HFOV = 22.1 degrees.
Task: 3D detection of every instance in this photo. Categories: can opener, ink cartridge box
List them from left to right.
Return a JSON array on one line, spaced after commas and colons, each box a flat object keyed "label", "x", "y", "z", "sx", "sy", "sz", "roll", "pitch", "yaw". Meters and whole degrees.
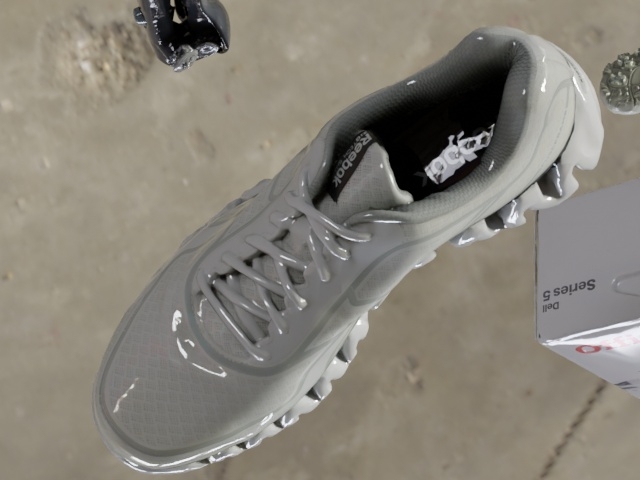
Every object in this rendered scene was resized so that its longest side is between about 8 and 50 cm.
[{"label": "can opener", "x": -0.094, "y": -0.161, "z": 1.034, "sx": 0.059, "sy": 0.073, "sz": 0.186, "roll": -24, "pitch": 166, "yaw": -3}, {"label": "ink cartridge box", "x": 0.311, "y": 0.048, "z": 1.205, "sx": 0.198, "sy": 0.114, "sz": 0.273, "roll": -17, "pitch": 148, "yaw": 36}]

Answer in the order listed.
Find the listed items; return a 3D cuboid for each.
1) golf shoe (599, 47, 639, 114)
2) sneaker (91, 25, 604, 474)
[{"label": "golf shoe", "x": 0.307, "y": -0.135, "z": 1.487, "sx": 0.176, "sy": 0.069, "sz": 0.086, "roll": -31, "pitch": 139, "yaw": -42}, {"label": "sneaker", "x": 0.000, "y": 0.000, "z": 0.766, "sx": 0.292, "sy": 0.110, "sz": 0.118, "roll": -41, "pitch": 169, "yaw": 6}]
